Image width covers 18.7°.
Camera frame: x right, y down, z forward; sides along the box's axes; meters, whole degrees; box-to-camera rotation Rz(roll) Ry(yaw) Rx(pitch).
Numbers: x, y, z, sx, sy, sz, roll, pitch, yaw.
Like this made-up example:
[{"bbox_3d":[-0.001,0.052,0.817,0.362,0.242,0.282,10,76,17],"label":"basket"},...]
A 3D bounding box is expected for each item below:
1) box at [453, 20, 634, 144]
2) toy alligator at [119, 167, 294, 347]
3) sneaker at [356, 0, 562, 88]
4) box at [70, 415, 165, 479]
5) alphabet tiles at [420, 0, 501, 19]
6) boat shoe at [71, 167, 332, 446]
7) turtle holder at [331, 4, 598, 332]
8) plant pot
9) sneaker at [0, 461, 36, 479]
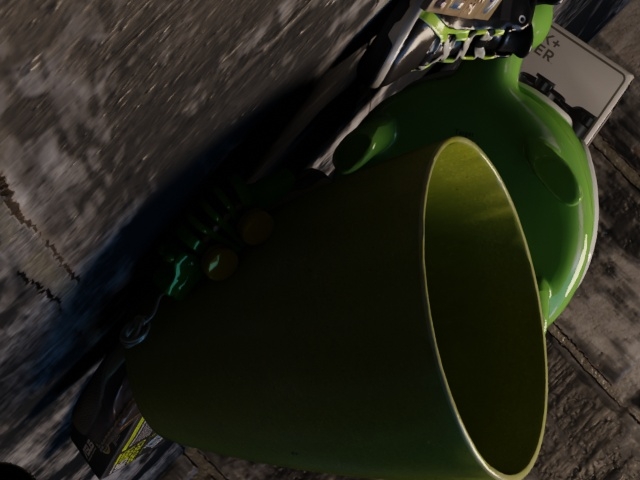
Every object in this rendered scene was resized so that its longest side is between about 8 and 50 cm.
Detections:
[{"bbox_3d":[0.185,-0.101,2.090,0.290,0.169,0.087,-54,174,1],"label":"box"},{"bbox_3d":[-0.099,0.005,1.507,0.190,0.056,0.051,-44,133,1],"label":"toy alligator"},{"bbox_3d":[0.129,-0.182,1.570,0.235,0.097,0.084,-42,173,-30],"label":"sneaker"},{"bbox_3d":[-0.130,0.130,1.967,0.216,0.060,0.270,-30,169,-25],"label":"box"},{"bbox_3d":[0.141,-0.245,1.402,0.198,0.009,0.237,-55,165,16],"label":"alphabet tiles"},{"bbox_3d":[-0.074,0.074,1.776,0.355,0.130,0.132,-43,174,-30],"label":"boat shoe"},{"bbox_3d":[0.126,-0.060,1.764,0.243,0.320,0.227,-15,-172,17],"label":"turtle holder"},{"bbox_3d":[0.001,0.079,1.581,0.293,0.274,0.275,-11,-170,23],"label":"plant pot"},{"bbox_3d":[-0.274,0.299,1.730,0.447,0.169,0.257,-126,-133,-72],"label":"sneaker"}]
